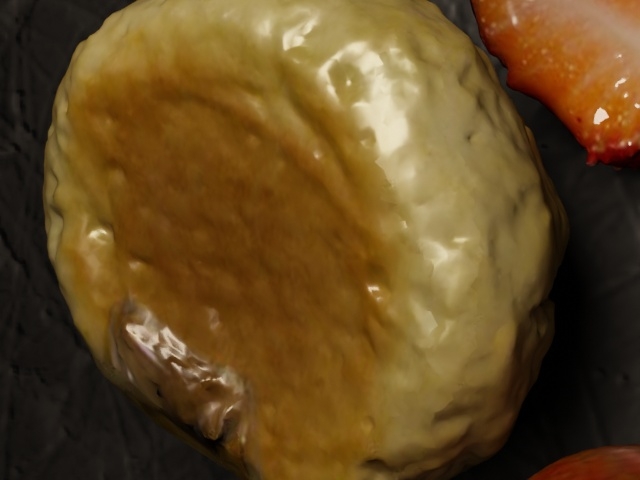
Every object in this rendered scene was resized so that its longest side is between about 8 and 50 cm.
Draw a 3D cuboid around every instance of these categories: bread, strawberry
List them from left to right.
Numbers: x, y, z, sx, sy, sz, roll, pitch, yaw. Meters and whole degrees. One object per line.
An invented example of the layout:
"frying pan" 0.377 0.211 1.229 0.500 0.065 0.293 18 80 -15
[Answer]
"bread" 0.000 0.000 0.755 0.244 0.134 0.244 12 110 35
"strawberry" 0.127 -0.103 0.735 0.187 0.082 0.146 34 97 33

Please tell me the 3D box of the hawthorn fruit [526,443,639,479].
"hawthorn fruit" 0.111 0.182 0.618 0.224 0.261 0.224 0 86 0
